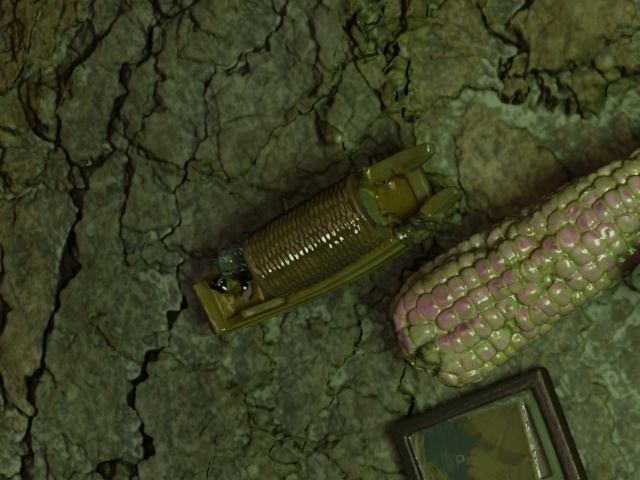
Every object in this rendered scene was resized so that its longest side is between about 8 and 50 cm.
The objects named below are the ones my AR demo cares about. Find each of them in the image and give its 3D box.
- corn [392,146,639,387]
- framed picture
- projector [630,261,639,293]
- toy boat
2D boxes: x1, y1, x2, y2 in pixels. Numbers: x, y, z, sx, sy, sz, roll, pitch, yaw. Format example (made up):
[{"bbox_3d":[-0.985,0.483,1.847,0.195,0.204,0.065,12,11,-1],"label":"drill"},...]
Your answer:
[{"bbox_3d":[0.213,0.015,1.828,0.335,0.127,0.126,-36,75,18],"label":"corn"},{"bbox_3d":[0.163,0.211,1.895,0.168,0.023,0.127,-24,79,22],"label":"framed picture"},{"bbox_3d":[0.417,-0.024,1.638,0.259,0.079,0.257,-47,27,-12],"label":"projector"},{"bbox_3d":[0.000,0.000,1.925,0.310,0.115,0.089,-27,77,22],"label":"toy boat"}]
